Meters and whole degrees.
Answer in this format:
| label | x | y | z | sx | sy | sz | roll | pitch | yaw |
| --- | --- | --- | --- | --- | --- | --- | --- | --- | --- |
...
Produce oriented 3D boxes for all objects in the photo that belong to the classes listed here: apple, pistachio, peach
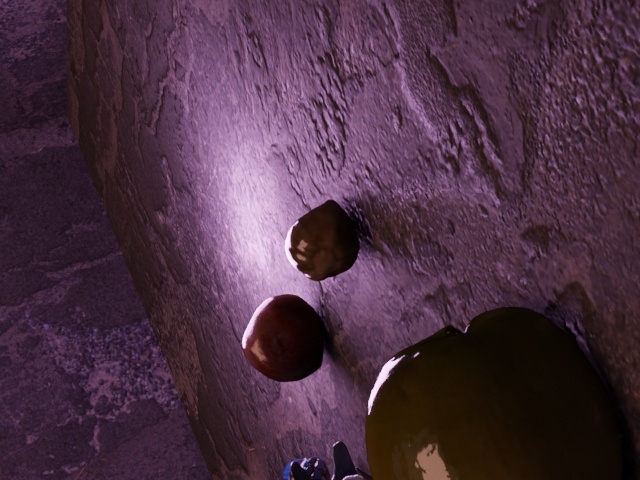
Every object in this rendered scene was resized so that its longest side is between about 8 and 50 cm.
| label | x | y | z | sx | sy | sz | roll | pitch | yaw |
| --- | --- | --- | --- | --- | --- | --- | --- | --- | --- |
| apple | 0.170 | 0.227 | 1.344 | 0.257 | 0.233 | 0.295 | 65 | 161 | 3 |
| pistachio | 0.000 | 0.000 | 1.827 | 0.185 | 0.108 | 0.126 | 167 | 111 | -79 |
| peach | -0.052 | 0.178 | 2.139 | 0.152 | 0.152 | 0.152 | 56 | 157 | 39 |

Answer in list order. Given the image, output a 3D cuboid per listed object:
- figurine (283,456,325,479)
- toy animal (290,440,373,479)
| label | x | y | z | sx | sy | sz | roll | pitch | yaw |
| --- | --- | --- | --- | --- | --- | --- | --- | --- | --- |
| figurine | -0.036 | 0.478 | 2.466 | 0.136 | 0.079 | 0.077 | 101 | -173 | -65 |
| toy animal | 0.040 | 0.482 | 2.118 | 0.255 | 0.239 | 0.176 | 30 | 124 | -2 |
